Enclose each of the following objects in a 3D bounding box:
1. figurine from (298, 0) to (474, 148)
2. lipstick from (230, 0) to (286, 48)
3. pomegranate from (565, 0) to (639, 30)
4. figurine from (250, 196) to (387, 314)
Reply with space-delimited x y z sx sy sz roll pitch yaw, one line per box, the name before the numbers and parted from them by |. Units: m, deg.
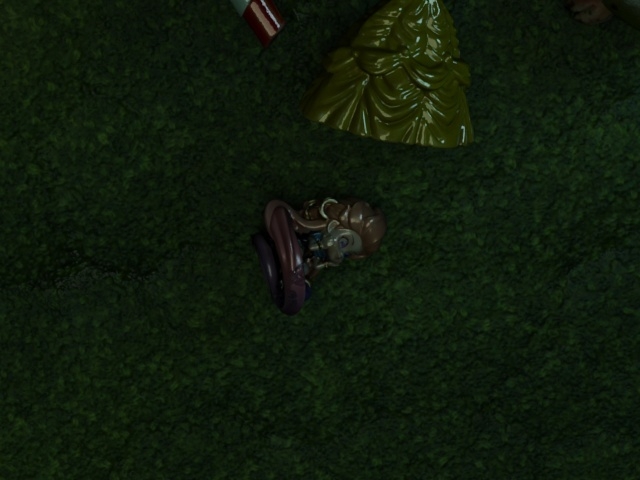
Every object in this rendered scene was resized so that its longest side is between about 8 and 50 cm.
figurine | 0.100 -0.267 1.587 0.187 0.168 0.315 12 107 -1
lipstick | -0.118 -0.323 1.631 0.068 0.061 0.274 -30 103 17
pomegranate | 0.335 -0.284 1.592 0.210 0.180 0.180 -26 108 46
figurine | -0.008 -0.003 1.713 0.157 0.114 0.126 -38 138 -17
